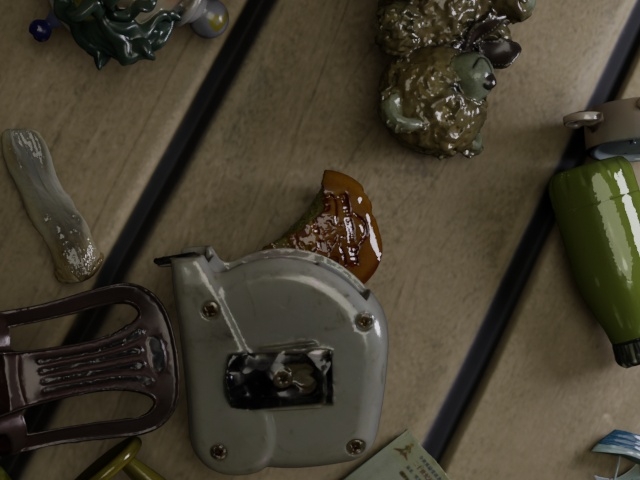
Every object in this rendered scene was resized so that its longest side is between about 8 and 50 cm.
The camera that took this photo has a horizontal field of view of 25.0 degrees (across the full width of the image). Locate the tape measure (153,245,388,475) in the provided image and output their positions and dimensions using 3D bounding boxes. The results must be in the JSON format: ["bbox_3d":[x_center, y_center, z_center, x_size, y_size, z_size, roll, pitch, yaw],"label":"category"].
[{"bbox_3d":[-0.052,0.132,1.663,0.265,0.130,0.258,-5,97,5],"label":"tape measure"}]

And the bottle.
[{"bbox_3d":[0.374,0.029,1.831,0.112,0.112,0.260,-16,88,-15],"label":"bottle"}]

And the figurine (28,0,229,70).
[{"bbox_3d":[-0.181,-0.363,1.710,0.261,0.186,0.382,46,69,-16],"label":"figurine"}]

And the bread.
[{"bbox_3d":[0.009,0.005,1.756,0.125,0.086,0.156,40,77,-8],"label":"bread"}]

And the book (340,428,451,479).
[{"bbox_3d":[0.055,0.388,1.729,0.289,0.026,0.201,-37,76,-15],"label":"book"}]

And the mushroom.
[{"bbox_3d":[-0.320,-0.042,1.703,0.059,0.054,0.202,-26,85,-21],"label":"mushroom"}]

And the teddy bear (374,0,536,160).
[{"bbox_3d":[0.144,-0.228,1.786,0.267,0.156,0.256,8,75,-43],"label":"teddy bear"}]

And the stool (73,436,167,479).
[{"bbox_3d":[-0.220,0.298,1.651,0.110,0.134,0.135,50,30,-6],"label":"stool"}]

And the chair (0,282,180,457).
[{"bbox_3d":[-0.343,0.155,1.609,0.326,0.183,0.176,-7,87,-33],"label":"chair"}]

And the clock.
[{"bbox_3d":[0.413,-0.140,1.839,0.229,0.155,0.063,-2,84,-24],"label":"clock"}]

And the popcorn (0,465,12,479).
[{"bbox_3d":[-0.383,0.285,1.634,0.083,0.059,0.068,4,90,-48],"label":"popcorn"}]

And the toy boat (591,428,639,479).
[{"bbox_3d":[0.398,0.314,1.841,0.105,0.034,0.149,-5,84,-13],"label":"toy boat"}]
